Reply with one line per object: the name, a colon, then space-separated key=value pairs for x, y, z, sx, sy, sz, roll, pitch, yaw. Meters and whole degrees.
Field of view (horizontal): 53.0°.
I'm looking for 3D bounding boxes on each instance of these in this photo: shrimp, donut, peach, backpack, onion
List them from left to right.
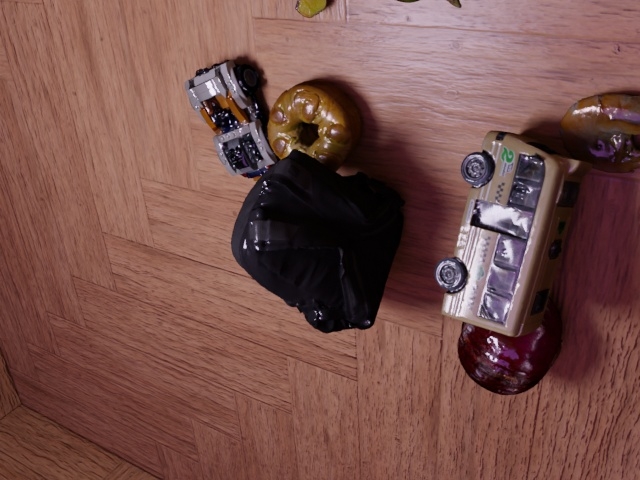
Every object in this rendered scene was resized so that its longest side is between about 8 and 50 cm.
peach: x=-0.022 y=-0.516 z=1.342 sx=0.077 sy=0.050 sz=0.083 roll=-21 pitch=115 yaw=18
donut: x=-0.015 y=-0.252 z=1.457 sx=0.226 sy=0.114 sz=0.227 roll=18 pitch=127 yaw=27
backpack: x=0.000 y=0.000 z=1.369 sx=0.254 sy=0.445 sz=0.364 roll=7 pitch=76 yaw=42
onion: x=0.410 y=0.206 z=1.376 sx=0.216 sy=0.207 sz=0.206 roll=27 pitch=133 yaw=13
shrimp: x=0.564 y=-0.182 z=1.118 sx=0.287 sy=0.063 sz=0.152 roll=10 pitch=124 yaw=35

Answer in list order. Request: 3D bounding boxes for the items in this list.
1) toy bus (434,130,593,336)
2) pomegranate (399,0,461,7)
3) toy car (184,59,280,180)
toy bus: x=0.362 y=-0.014 z=1.216 sx=0.201 sy=0.176 sz=0.366 roll=19 pitch=104 yaw=35
pomegranate: x=0.183 y=-0.495 z=1.149 sx=0.205 sy=0.159 sz=0.159 roll=27 pitch=136 yaw=-17
toy car: x=-0.204 y=-0.289 z=1.573 sx=0.193 sy=0.118 sz=0.301 roll=-10 pitch=111 yaw=37
